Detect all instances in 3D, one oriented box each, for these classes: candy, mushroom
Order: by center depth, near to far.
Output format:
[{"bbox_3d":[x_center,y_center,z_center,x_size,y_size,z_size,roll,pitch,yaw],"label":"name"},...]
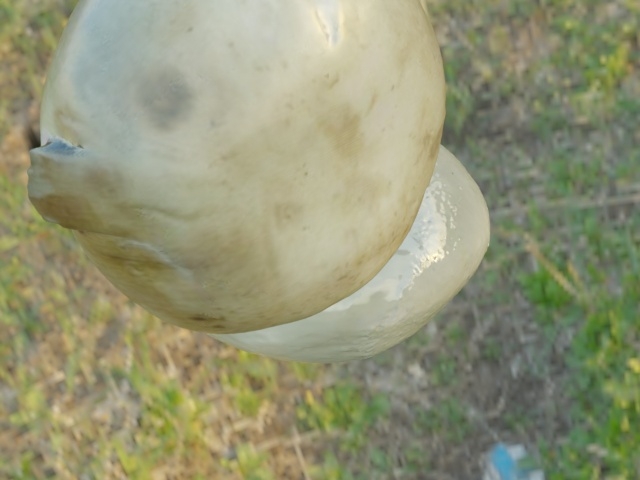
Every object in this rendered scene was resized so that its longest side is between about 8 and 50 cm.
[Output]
[{"bbox_3d":[-0.046,-0.069,0.997,0.255,0.255,0.184,-31,43,-14],"label":"mushroom"},{"bbox_3d":[0.000,0.000,1.444,0.295,0.185,0.295,2,29,-1],"label":"candy"}]
